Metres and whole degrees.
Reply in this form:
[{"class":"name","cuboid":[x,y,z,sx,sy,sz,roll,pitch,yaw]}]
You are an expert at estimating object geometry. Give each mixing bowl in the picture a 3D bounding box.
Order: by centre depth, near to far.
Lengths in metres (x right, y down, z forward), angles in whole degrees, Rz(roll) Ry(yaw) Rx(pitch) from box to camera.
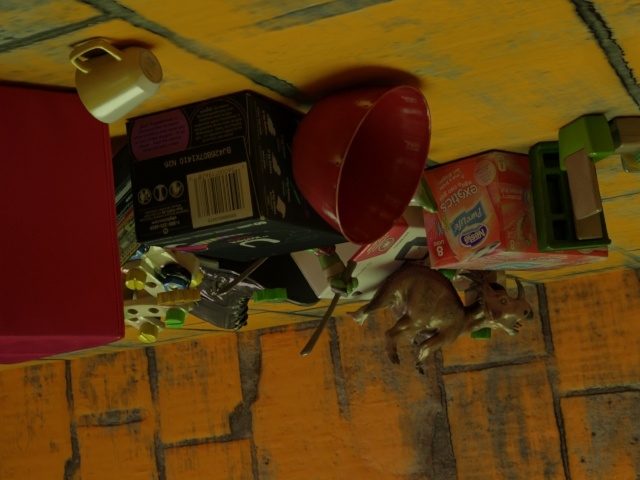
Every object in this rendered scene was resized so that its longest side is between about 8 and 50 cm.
[{"class":"mixing bowl","cuboid":[0.033,-0.096,1.373,0.098,0.181,0.181,24,-172,30]}]

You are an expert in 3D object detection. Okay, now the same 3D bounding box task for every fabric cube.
[{"class":"fabric cube","cuboid":[-0.378,-0.005,1.253,0.258,0.254,0.259,1,169,-42]}]

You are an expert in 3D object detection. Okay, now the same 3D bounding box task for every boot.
[{"class":"boot","cuboid":[-0.125,0.080,2.044,0.263,0.091,0.229,23,148,7]}]

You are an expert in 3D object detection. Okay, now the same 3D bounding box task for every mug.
[{"class":"mug","cuboid":[-0.183,-0.146,1.142,0.064,0.062,0.078,-21,172,27]}]

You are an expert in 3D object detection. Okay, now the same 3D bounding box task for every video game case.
[{"class":"video game case","cuboid":[-0.283,0.003,1.561,0.275,0.035,0.248,-48,170,-3]}]

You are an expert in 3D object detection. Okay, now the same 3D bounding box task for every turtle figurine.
[{"class":"turtle figurine","cuboid":[0.025,0.006,1.710,0.266,0.198,0.274,-28,-152,17]}]

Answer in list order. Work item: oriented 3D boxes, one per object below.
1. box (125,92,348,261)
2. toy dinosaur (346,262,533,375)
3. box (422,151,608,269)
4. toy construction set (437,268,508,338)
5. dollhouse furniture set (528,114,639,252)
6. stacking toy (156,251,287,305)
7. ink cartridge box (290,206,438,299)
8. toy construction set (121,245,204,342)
[{"class":"box","cuboid":[-0.085,-0.063,1.466,0.165,0.143,0.270,-10,171,23]},{"class":"toy dinosaur","cuboid":[0.173,0.092,1.959,0.296,0.127,0.200,25,109,-41]},{"class":"box","cuboid":[0.297,-0.036,1.911,0.142,0.154,0.300,-15,169,40]},{"class":"toy construction set","cuboid":[0.270,0.064,2.251,0.257,0.237,0.309,-13,170,35]},{"class":"dollhouse furniture set","cuboid":[0.466,-0.083,1.737,0.302,0.151,0.197,-4,171,-17]},{"class":"stacking toy","cuboid":[-0.146,0.008,1.795,0.221,0.167,0.052,1,168,-44]},{"class":"ink cartridge box","cuboid":[0.098,0.003,1.964,0.237,0.100,0.172,5,135,-51]},{"class":"toy construction set","cuboid":[-0.300,0.038,1.842,0.215,0.151,0.328,-14,156,28]}]
